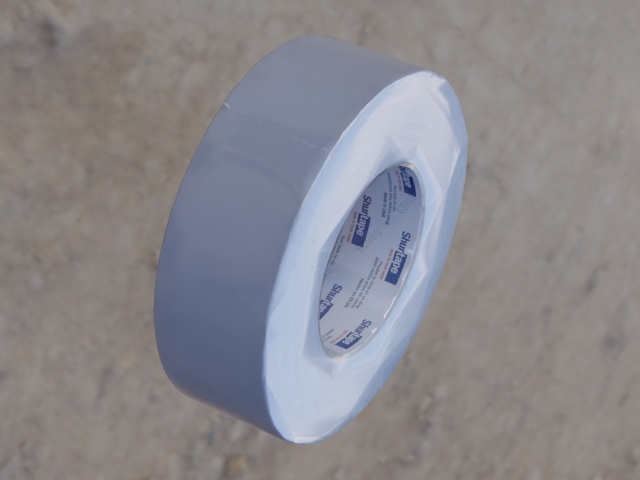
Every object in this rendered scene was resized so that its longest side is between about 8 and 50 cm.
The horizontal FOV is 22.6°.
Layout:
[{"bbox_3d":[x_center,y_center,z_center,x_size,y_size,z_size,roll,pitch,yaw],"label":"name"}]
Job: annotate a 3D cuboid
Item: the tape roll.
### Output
[{"bbox_3d":[0.000,0.000,0.892,0.219,0.072,0.219,-46,148,-40],"label":"tape roll"}]
